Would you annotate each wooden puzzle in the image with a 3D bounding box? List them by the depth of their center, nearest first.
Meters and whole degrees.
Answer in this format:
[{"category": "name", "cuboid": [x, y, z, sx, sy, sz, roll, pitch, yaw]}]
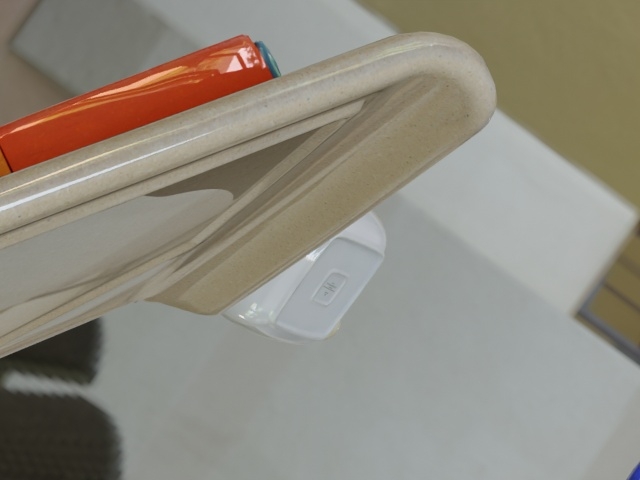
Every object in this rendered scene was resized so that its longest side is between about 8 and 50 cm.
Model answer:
[{"category": "wooden puzzle", "cuboid": [-0.100, 0.009, 0.505, 0.238, 0.044, 0.221, -17, 171, -29]}]

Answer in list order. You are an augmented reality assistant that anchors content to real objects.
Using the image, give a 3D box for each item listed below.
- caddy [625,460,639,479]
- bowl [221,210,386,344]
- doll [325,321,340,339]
[{"category": "caddy", "cuboid": [0.270, 0.222, 0.914, 0.241, 0.179, 0.341, -16, -152, 13]}, {"category": "bowl", "cuboid": [-0.008, 0.025, 1.526, 0.142, 0.053, 0.142, -53, 151, 7]}, {"category": "doll", "cuboid": [0.000, 0.000, 1.679, 0.129, 0.046, 0.189, -14, -122, 26]}]
